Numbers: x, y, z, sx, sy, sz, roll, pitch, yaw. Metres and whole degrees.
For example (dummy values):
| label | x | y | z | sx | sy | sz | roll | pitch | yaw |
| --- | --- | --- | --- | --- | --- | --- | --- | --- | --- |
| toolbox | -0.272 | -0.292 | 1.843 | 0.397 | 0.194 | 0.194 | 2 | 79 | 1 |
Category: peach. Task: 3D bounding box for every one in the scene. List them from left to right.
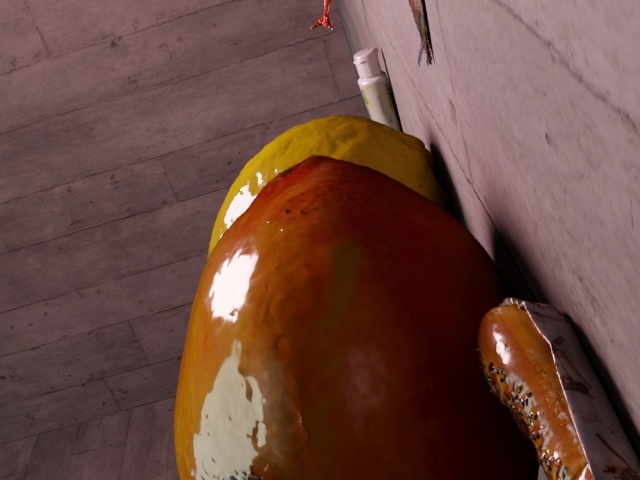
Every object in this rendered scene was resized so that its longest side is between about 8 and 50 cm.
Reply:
| label | x | y | z | sx | sy | sz | roll | pitch | yaw |
| --- | --- | --- | --- | --- | --- | --- | --- | --- | --- |
| peach | 0.027 | 0.113 | 0.650 | 0.372 | 0.290 | 0.373 | 36 | -146 | -31 |

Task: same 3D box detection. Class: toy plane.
| label | x | y | z | sx | sy | sz | roll | pitch | yaw |
| --- | --- | --- | --- | --- | --- | --- | --- | --- | --- |
| toy plane | 0.010 | -0.463 | 1.420 | 0.077 | 0.126 | 0.194 | 45 | 130 | 26 |

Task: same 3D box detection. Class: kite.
| label | x | y | z | sx | sy | sz | roll | pitch | yaw |
| --- | --- | --- | --- | --- | --- | --- | --- | --- | --- |
| kite | 0.076 | -0.252 | 0.718 | 0.160 | 0.010 | 0.183 | 52 | -162 | -88 |

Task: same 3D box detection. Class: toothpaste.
| label | x | y | z | sx | sy | sz | roll | pitch | yaw |
| --- | --- | --- | --- | --- | --- | --- | --- | --- | --- |
| toothpaste | 0.124 | -0.191 | 1.401 | 0.056 | 0.058 | 0.314 | 10 | 132 | 45 |

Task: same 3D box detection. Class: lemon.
| label | x | y | z | sx | sy | sz | roll | pitch | yaw |
| --- | --- | --- | --- | --- | --- | --- | --- | --- | --- |
| lemon | 0.005 | -0.006 | 0.963 | 0.285 | 0.316 | 0.285 | -15 | -90 | -86 |

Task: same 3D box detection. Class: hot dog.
| label | x | y | z | sx | sy | sz | roll | pitch | yaw |
| --- | --- | --- | --- | --- | --- | --- | --- | --- | --- |
| hot dog | 0.137 | 0.112 | 0.434 | 0.191 | 0.059 | 0.108 | -104 | -8 | -52 |
